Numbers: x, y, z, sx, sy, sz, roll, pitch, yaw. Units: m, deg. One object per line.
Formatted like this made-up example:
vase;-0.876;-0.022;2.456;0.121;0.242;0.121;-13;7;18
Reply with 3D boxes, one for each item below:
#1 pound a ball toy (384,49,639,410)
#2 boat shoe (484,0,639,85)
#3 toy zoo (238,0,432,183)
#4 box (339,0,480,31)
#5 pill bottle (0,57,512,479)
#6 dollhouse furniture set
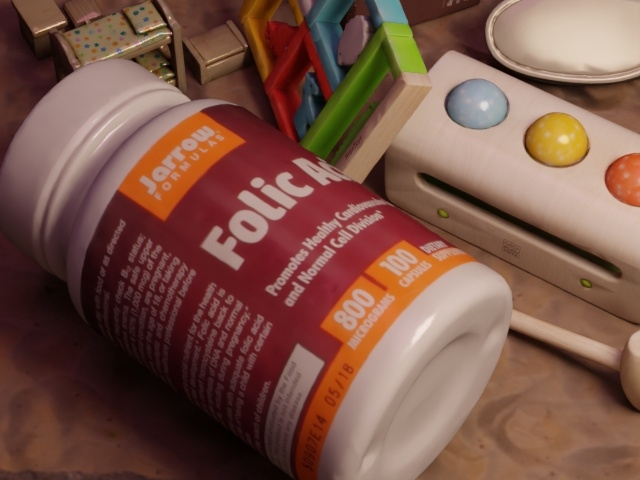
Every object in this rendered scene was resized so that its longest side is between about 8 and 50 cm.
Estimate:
pound a ball toy;0.202;-0.022;1.444;0.319;0.136;0.208;27;57;20
boat shoe;0.321;-0.213;1.633;0.335;0.095;0.112;-11;89;-4
toy zoo;0.001;-0.194;1.528;0.030;0.192;0.293;1;53;-31
box;0.051;-0.334;1.653;0.167;0.168;0.203;-21;55;-25
pill bottle;-0.061;0.024;1.352;0.392;0.224;0.224;34;60;23
dollhouse furniture set;-0.186;-0.222;1.619;0.182;0.101;0.161;-25;56;-18
